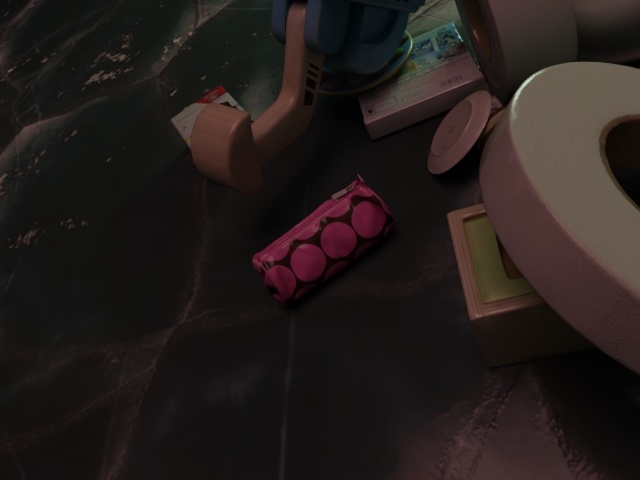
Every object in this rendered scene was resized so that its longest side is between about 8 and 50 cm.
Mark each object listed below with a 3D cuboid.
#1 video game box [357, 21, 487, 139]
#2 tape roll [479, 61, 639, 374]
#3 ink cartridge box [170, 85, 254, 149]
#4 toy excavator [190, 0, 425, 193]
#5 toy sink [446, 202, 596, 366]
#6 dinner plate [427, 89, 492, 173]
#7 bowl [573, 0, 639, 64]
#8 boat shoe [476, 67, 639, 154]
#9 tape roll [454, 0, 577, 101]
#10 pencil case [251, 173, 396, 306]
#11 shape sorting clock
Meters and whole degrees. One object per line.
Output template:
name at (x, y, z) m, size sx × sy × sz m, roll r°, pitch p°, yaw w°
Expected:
video game box at (0.162, -0.281, 1.018) m, size 0.205 × 0.048 × 0.187 m, roll -20°, pitch 48°, yaw 12°
tape roll at (0.346, -0.028, 0.555) m, size 0.392 × 0.072 × 0.392 m, roll 9°, pitch 48°, yaw -10°
ink cartridge box at (-0.196, -0.208, 1.129) m, size 0.127 × 0.072 × 0.175 m, roll -36°, pitch 45°, yaw -4°
toy excavator at (-0.001, -0.317, 0.921) m, size 0.222 × 0.444 × 0.433 m, roll 21°, pitch 25°, yaw 31°
toy sink at (0.277, 0.026, 0.648) m, size 0.234 × 0.131 × 0.152 m, roll -15°, pitch 49°, yaw 16°
dinner plate at (0.200, -0.163, 0.867) m, size 0.141 × 0.017 × 0.141 m, roll -55°, pitch 18°, yaw 27°
bowl at (0.431, -0.420, 0.842) m, size 0.298 × 0.134 × 0.297 m, roll -15°, pitch 68°, yaw 43°
boat shoe at (0.345, -0.154, 0.789) m, size 0.258 × 0.095 × 0.095 m, roll -18°, pitch 53°, yaw 13°
tape roll at (0.270, -0.354, 0.857) m, size 0.100 × 0.286 × 0.286 m, roll -21°, pitch 47°, yaw 12°
pencil case at (0.000, 0.000, 0.838) m, size 0.209 × 0.098 × 0.095 m, roll -39°, pitch 46°, yaw -5°
shape sorting clock at (0.064, -0.330, 1.053) m, size 0.206 × 0.040 × 0.206 m, roll -16°, pitch 47°, yaw 18°
